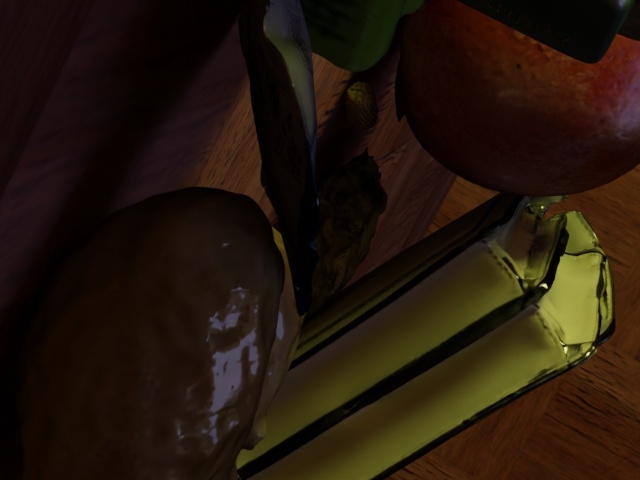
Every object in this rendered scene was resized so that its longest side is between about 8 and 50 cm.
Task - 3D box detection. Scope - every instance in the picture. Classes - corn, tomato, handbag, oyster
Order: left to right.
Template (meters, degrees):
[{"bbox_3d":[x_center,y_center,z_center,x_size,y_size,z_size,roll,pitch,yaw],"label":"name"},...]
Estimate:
[{"bbox_3d":[0.000,0.000,1.546,0.125,0.064,0.177,-44,-160,56],"label":"oyster"},{"bbox_3d":[0.034,-0.110,1.437,0.083,0.027,0.028,74,30,-78],"label":"corn"},{"bbox_3d":[0.074,0.101,1.556,0.359,0.160,0.236,-34,-171,21],"label":"handbag"},{"bbox_3d":[0.188,-0.163,1.428,0.265,0.265,0.265,-59,173,-11],"label":"tomato"}]

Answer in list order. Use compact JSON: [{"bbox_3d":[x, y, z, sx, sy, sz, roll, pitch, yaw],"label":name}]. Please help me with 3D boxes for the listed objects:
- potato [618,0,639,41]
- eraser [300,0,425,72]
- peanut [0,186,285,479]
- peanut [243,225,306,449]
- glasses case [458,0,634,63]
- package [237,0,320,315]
[{"bbox_3d":[0.191,-0.193,0.842,0.307,0.173,0.210,71,28,-83],"label":"potato"},{"bbox_3d":[0.060,-0.231,0.854,0.210,0.092,0.274,-58,175,-22],"label":"eraser"},{"bbox_3d":[-0.101,0.105,0.907,0.149,0.149,0.313,-51,162,-54],"label":"peanut"},{"bbox_3d":[-0.069,0.058,1.061,0.140,0.109,0.159,-105,-147,-85],"label":"peanut"},{"bbox_3d":[0.040,-0.135,0.696,0.039,0.184,0.078,-61,174,-11],"label":"glasses case"},{"bbox_3d":[-0.020,-0.067,0.838,0.171,0.027,0.173,102,-20,-69],"label":"package"}]
